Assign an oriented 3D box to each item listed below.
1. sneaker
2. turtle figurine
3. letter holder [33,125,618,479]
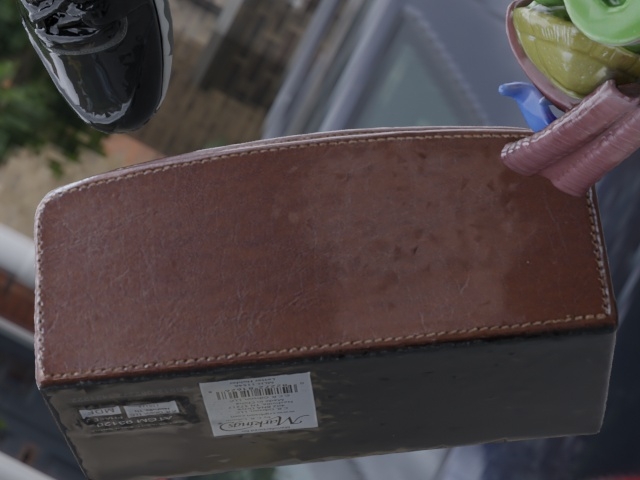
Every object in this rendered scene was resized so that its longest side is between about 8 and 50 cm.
[{"bbox_3d":[-0.183,-0.190,1.236,0.124,0.107,0.283,-52,-48,-59],"label":"sneaker"},{"bbox_3d":[0.161,-0.152,0.860,0.274,0.198,0.266,-27,-14,20],"label":"turtle figurine"},{"bbox_3d":[0.000,0.000,1.086,0.152,0.301,0.214,81,-176,-63],"label":"letter holder"}]
